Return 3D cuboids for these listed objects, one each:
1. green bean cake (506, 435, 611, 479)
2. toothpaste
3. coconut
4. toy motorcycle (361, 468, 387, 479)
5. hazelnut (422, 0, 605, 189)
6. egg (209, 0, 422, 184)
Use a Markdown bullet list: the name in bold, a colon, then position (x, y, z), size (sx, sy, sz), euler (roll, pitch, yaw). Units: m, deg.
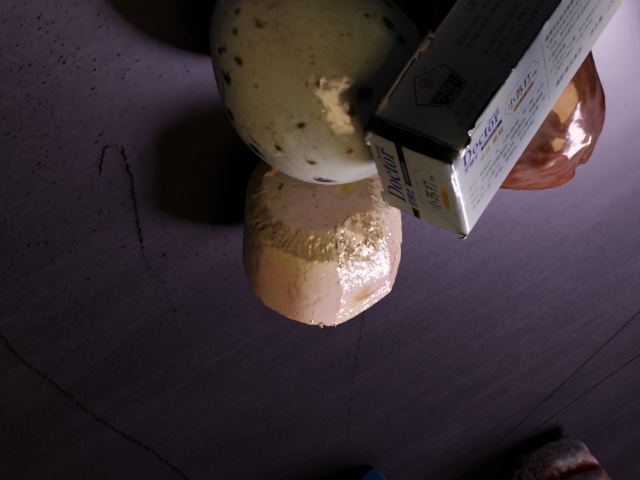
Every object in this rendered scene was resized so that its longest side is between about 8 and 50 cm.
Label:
- **green bean cake**: position (0.272, 0.347, 1.701), size (0.097, 0.198, 0.233), euler (-18, 148, -20)
- **toothpaste**: position (0.139, -0.149, 0.941), size (0.313, 0.071, 0.089), euler (-55, 153, -20)
- **coconut**: position (0.000, 0.000, 1.101), size (0.116, 0.116, 0.122), euler (-22, 145, -16)
- **toy motorcycle**: position (0.023, 0.339, 1.500), size (0.326, 0.200, 0.191), euler (-20, 147, 0)
- **hazelnut**: position (0.130, -0.103, 1.059), size (0.143, 0.143, 0.154), euler (-20, 143, -19)
- **egg**: position (-0.001, -0.109, 0.947), size (0.131, 0.131, 0.164), euler (-35, 137, 2)
